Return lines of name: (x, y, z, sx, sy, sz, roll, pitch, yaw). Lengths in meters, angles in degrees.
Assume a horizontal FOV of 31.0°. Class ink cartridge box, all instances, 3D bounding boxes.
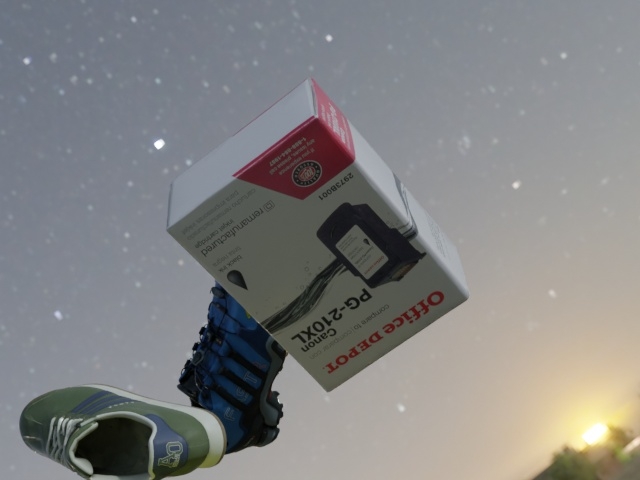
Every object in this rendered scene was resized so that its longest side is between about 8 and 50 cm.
ink cartridge box: (0.000, 0.000, 1.065, 0.172, 0.237, 0.100, -36, 26, 14)

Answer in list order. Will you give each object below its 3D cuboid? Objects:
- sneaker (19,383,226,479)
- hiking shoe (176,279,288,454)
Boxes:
sneaker: (-0.175, 0.151, 0.896, 0.192, 0.064, 0.086, 2, 2, 27)
hiking shoe: (-0.119, 0.158, 1.492, 0.132, 0.113, 0.304, -20, -59, -34)
